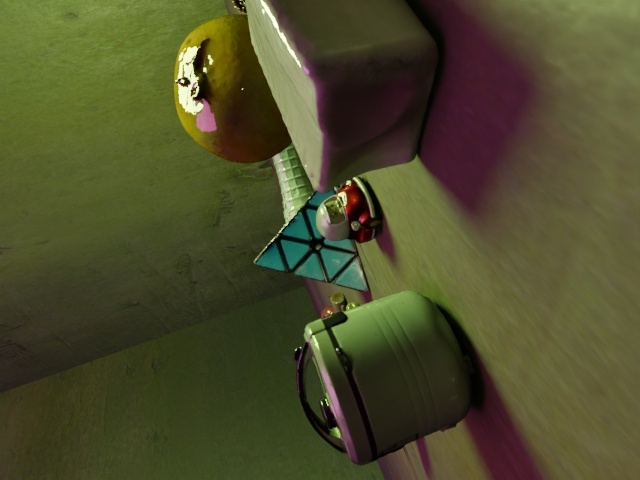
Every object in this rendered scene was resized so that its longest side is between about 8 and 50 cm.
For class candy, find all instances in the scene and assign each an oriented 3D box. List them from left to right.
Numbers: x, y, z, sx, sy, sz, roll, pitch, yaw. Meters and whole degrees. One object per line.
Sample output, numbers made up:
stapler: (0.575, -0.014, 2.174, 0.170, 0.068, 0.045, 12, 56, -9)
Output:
candy: (-0.003, -0.258, 0.568, 0.208, 0.145, 0.359, 81, 169, -61)

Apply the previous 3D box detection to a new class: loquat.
loquat: (-0.168, -0.342, 1.088, 0.359, 0.328, 0.329, -11, -101, -52)

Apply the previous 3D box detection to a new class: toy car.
toy car: (0.046, -0.042, 0.887, 0.139, 0.112, 0.112, 84, 165, -59)

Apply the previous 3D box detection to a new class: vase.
vase: (-0.089, -0.202, 1.452, 0.143, 0.143, 0.299, -162, 56, -82)

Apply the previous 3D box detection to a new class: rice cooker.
rice cooker: (0.086, 0.203, 0.696, 0.226, 0.244, 0.226, 160, 90, -79)

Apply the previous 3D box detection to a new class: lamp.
lamp: (0.051, 0.324, 1.920, 0.107, 0.092, 0.108, 21, 121, 39)

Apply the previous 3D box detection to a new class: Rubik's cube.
Rubik's cube: (-0.001, -0.002, 1.238, 0.228, 0.233, 0.228, -11, 54, 48)

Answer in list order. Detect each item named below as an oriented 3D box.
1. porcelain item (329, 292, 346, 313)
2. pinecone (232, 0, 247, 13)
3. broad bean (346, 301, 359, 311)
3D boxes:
porcelain item: (0.088, 0.302, 1.735, 0.084, 0.054, 0.213, -119, 12, -65)
pinecone: (-0.165, -0.615, 1.150, 0.109, 0.102, 0.102, -19, 90, 56)
broad bean: (0.108, 0.230, 1.429, 0.063, 0.045, 0.083, -116, 2, -55)
